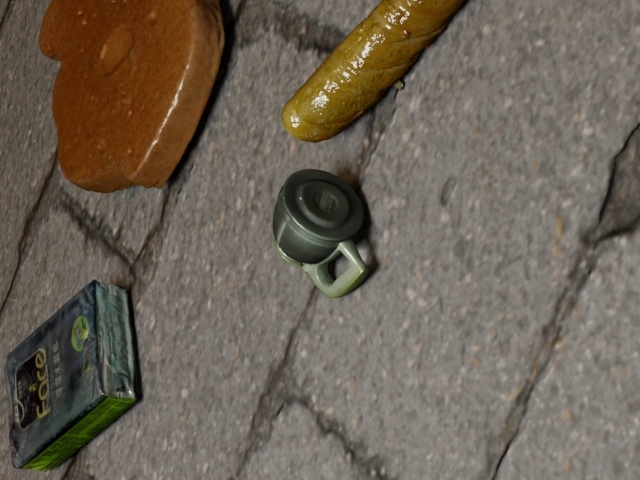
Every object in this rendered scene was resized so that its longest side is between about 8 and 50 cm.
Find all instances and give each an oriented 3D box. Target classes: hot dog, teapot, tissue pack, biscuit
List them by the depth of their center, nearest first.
[{"bbox_3d":[0.061,-0.198,1.468,0.286,0.088,0.061,-50,50,35],"label":"hot dog"},{"bbox_3d":[-0.008,-0.002,1.494,0.090,0.092,0.124,121,149,-48],"label":"teapot"},{"bbox_3d":[-0.325,0.177,1.853,0.235,0.073,0.173,-37,51,39],"label":"tissue pack"},{"bbox_3d":[-0.249,-0.261,1.890,0.350,0.078,0.455,-46,46,38],"label":"biscuit"}]
